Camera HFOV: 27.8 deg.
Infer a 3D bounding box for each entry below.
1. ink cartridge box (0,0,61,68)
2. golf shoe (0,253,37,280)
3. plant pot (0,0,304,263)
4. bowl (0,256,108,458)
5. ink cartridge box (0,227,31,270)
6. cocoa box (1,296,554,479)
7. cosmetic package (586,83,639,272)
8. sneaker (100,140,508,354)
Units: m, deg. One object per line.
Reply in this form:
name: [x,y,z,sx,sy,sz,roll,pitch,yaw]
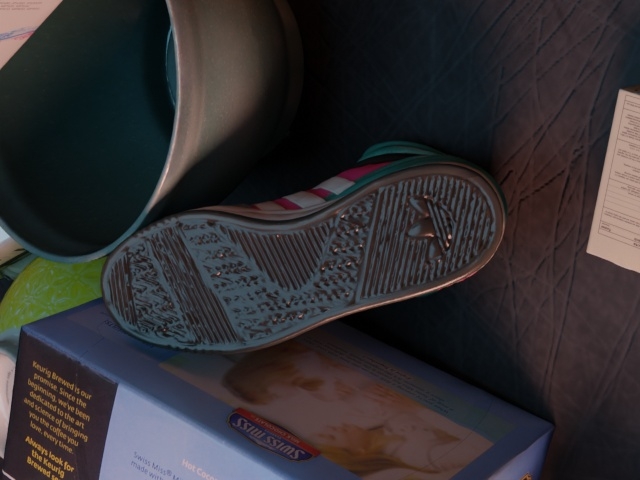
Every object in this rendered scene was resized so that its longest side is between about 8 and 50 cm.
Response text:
ink cartridge box: [-0.284,-0.199,0.942,0.176,0.127,0.128,-34,74,41]
golf shoe: [-0.331,-0.049,1.365,0.086,0.069,0.176,-20,88,22]
plant pot: [-0.138,-0.139,1.039,0.293,0.196,0.293,9,103,42]
bowl: [-0.240,0.139,1.247,0.289,0.156,0.289,14,111,42]
ink cartridge box: [-0.341,-0.052,1.283,0.218,0.092,0.158,-26,81,17]
cocoa box: [-0.043,0.195,0.983,0.347,0.231,0.227,24,115,27]
cosmetic package: [0.216,-0.039,0.834,0.060,0.041,0.115,26,118,37]
sneaker: [0.000,0.000,0.957,0.296,0.178,0.123,-12,93,16]
